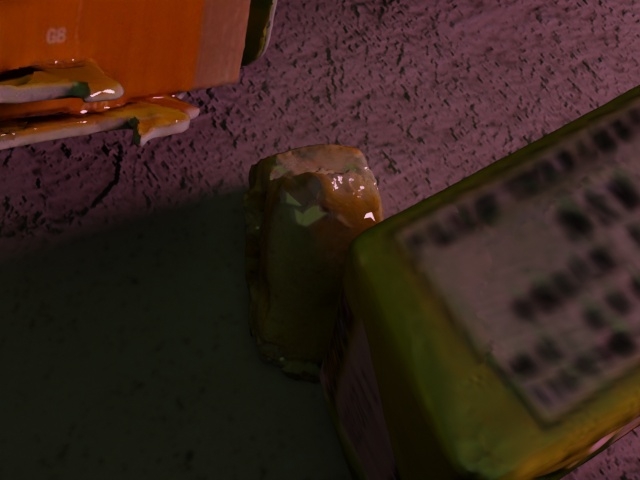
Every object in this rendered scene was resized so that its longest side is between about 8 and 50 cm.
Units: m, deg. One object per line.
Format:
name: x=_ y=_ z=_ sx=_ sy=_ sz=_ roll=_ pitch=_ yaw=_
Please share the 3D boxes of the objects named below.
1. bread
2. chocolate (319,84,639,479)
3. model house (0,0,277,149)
bread: x=0.001 y=0.004 z=0.717 sx=0.103 sy=0.110 sz=0.156 roll=-8 pitch=69 yaw=-13
chocolate: x=0.146 y=0.036 z=0.603 sx=0.301 sy=0.288 sz=0.137 roll=-29 pitch=73 yaw=-14
model house: x=-0.215 y=-0.203 z=0.657 sx=0.358 sy=0.242 sz=0.313 roll=16 pitch=28 yaw=4
